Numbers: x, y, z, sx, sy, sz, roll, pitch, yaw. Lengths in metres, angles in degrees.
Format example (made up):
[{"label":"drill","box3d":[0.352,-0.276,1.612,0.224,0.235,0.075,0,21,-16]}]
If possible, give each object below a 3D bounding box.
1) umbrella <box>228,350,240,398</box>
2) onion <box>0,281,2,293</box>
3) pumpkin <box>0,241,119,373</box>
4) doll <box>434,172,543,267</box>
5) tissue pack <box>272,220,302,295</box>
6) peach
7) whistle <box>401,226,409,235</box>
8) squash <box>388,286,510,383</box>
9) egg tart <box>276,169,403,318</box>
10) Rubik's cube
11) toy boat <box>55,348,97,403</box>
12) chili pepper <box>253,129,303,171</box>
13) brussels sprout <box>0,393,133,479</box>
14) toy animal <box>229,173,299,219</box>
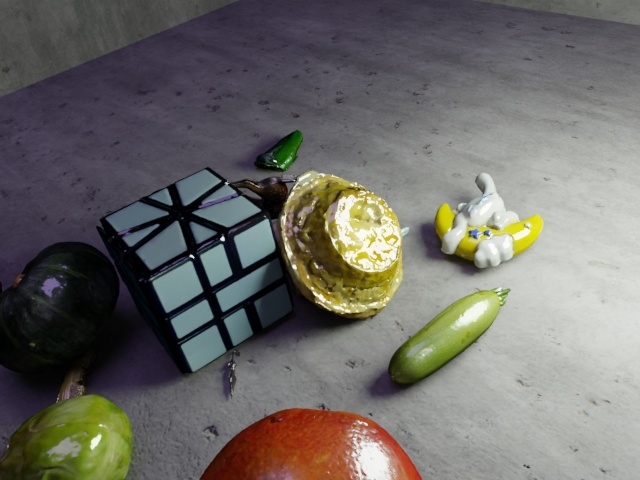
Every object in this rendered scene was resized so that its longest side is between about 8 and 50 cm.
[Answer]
[{"label":"umbrella","box3d":[-0.179,0.269,1.190,0.022,0.013,0.122,11,37,-8]},{"label":"onion","box3d":[-0.826,0.132,1.426,0.117,0.119,0.118,15,45,34]},{"label":"pumpkin","box3d":[-0.561,0.145,1.245,0.300,0.207,0.300,-31,31,21]},{"label":"doll","box3d":[0.383,-0.044,1.380,0.252,0.111,0.237,-37,44,-17]},{"label":"tissue pack","box3d":[0.000,0.000,1.358,0.222,0.186,0.090,-30,5,-22]},{"label":"peach","box3d":[-0.013,0.408,0.764,0.290,0.373,0.373,-24,26,38]},{"label":"whistle","box3d":[0.176,-0.007,1.438,0.100,0.035,0.035,-27,42,-22]},{"label":"squash","box3d":[0.267,0.170,1.156,0.341,0.094,0.094,-30,43,-24]},{"label":"egg tart","box3d":[0.064,-0.001,1.244,0.341,0.341,0.129,-44,8,-35]},{"label":"Rubik's cube","box3d":[-0.260,0.057,1.254,0.293,0.283,0.288,-31,42,-20]},{"label":"toy boat","box3d":[-0.497,0.288,1.210,0.049,0.047,0.149,4,41,-4]},{"label":"chili pepper","box3d":[-0.124,-0.277,1.818,0.108,0.062,0.216,13,42,26]},{"label":"brussels sprout","box3d":[-0.436,0.361,1.012,0.223,0.161,0.223,-1,36,0]},{"label":"toy animal","box3d":[-0.101,-0.084,1.432,0.260,0.243,0.087,2,75,-4]}]
